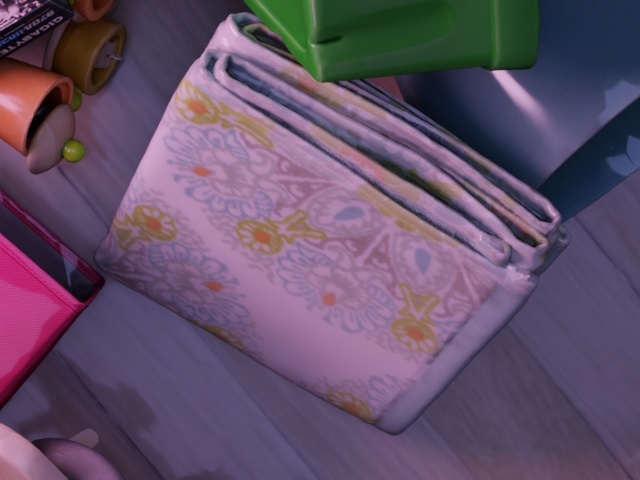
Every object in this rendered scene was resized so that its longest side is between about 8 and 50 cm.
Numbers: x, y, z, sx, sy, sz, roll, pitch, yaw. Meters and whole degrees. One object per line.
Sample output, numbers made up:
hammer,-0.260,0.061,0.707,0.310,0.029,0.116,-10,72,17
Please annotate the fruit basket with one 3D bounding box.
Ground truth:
fruit basket,0.082,-0.328,1.501,0.392,0.392,0.283,-9,132,-2

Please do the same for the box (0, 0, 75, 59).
box,-0.320,-0.237,1.606,0.175,0.051,0.220,-29,77,13

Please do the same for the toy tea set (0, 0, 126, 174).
toy tea set,-0.155,-0.202,1.675,0.124,0.200,0.336,28,91,11

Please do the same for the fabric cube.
fabric cube,-0.363,0.056,1.654,0.259,0.254,0.258,41,92,-4

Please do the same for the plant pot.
plant pot,0.188,-0.172,1.660,0.293,0.293,0.235,-38,78,0

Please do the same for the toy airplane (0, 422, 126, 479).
toy airplane,-0.121,0.319,1.647,0.384,0.386,0.272,20,47,7

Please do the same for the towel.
towel,0.000,0.000,1.634,0.320,0.374,0.090,32,56,-2
